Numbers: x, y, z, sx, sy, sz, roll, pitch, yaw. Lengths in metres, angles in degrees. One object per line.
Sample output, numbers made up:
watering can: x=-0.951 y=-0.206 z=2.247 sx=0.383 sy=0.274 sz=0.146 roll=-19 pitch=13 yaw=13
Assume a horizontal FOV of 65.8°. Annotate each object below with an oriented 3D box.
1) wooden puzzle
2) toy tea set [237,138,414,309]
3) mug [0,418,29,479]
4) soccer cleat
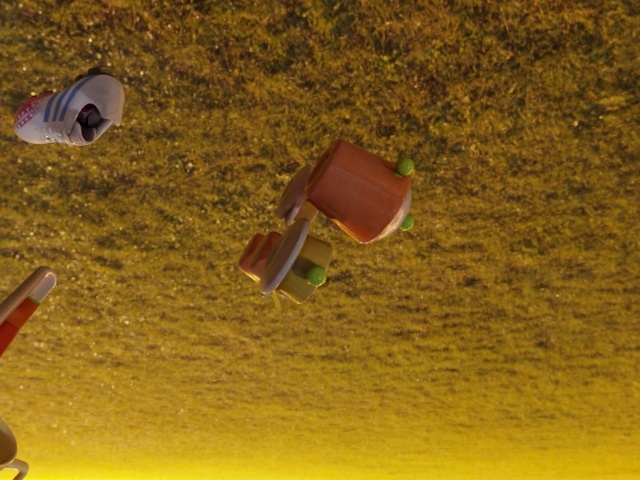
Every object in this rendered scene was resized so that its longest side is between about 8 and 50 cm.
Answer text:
wooden puzzle: x=-0.361 y=0.140 z=0.486 sx=0.044 sy=0.221 sz=0.239 roll=41 pitch=179 yaw=-15
toy tea set: x=0.000 y=0.000 z=0.620 sx=0.124 sy=0.199 sz=0.336 roll=31 pitch=171 yaw=-13
mug: x=-0.269 y=0.171 z=0.365 sx=0.078 sy=0.064 sz=0.062 roll=45 pitch=174 yaw=-4
soccer cleat: x=-0.581 y=-0.268 z=1.124 sx=0.332 sy=0.143 sz=0.116 roll=-18 pitch=162 yaw=25
